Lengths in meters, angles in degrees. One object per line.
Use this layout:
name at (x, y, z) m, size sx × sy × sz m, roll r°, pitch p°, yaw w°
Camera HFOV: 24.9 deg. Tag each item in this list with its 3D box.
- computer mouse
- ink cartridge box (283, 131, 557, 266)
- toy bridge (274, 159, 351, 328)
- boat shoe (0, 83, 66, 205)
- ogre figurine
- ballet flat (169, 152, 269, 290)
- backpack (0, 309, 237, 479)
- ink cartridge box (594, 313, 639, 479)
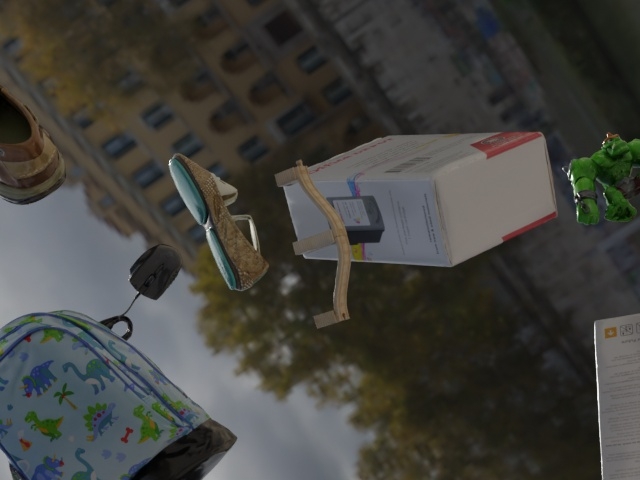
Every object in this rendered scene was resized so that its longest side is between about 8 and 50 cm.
computer mouse at (-0.298, 0.089, 2.354) m, size 0.071 × 0.041 × 0.242 m, roll 38°, pitch -127°, yaw -6°
ink cartridge box at (0.136, -0.061, 2.001) m, size 0.306 × 0.226 × 0.131 m, roll 1°, pitch 110°, yaw 51°
toy bridge at (0.000, 0.000, 1.625) m, size 0.026 × 0.063 × 0.188 m, roll -9°, pitch -98°, yaw -53°
boat shoe at (-0.458, -0.176, 1.897) m, size 0.324 × 0.122 × 0.120 m, roll 32°, pitch 152°, yaw 24°
ogre figurine at (0.435, -0.089, 2.096) m, size 0.118 × 0.197 × 0.097 m, roll 56°, pitch 175°, yaw 39°
ballet flat at (-0.131, -0.031, 1.933) m, size 0.206 × 0.067 × 0.073 m, roll 63°, pitch 159°, yaw 8°
backpack at (-0.356, 0.262, 2.178) m, size 0.355 × 0.290 × 0.273 m, roll 51°, pitch -172°, yaw 16°
ink cartridge box at (0.475, 0.256, 1.994) m, size 0.069 × 0.175 × 0.371 m, roll 60°, pitch -154°, yaw -42°
